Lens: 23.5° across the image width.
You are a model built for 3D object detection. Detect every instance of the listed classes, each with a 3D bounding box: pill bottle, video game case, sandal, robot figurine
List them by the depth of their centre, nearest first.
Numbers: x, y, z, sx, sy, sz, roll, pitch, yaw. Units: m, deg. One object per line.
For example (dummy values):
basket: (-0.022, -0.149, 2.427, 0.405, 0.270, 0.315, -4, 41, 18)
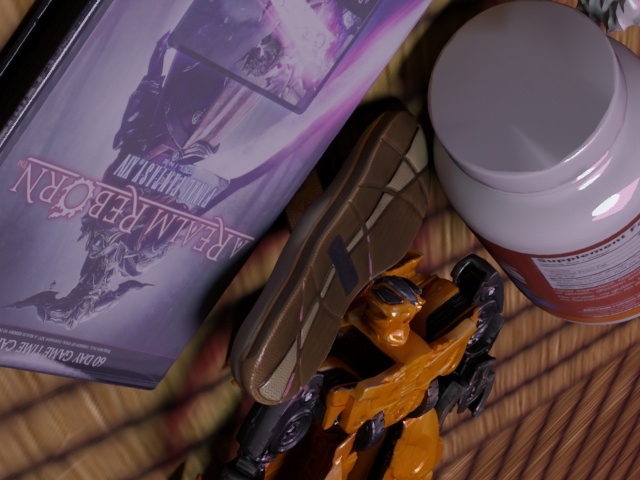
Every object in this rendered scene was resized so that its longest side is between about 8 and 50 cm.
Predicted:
video game case: (-0.049, -0.061, 0.621, 0.274, 0.026, 0.196, -55, 152, 7)
sandal: (0.000, 0.000, 0.733, 0.180, 0.049, 0.072, -55, 144, -32)
pill bottle: (0.129, -0.039, 0.810, 0.121, 0.121, 0.216, -50, 152, -1)
robot figurine: (0.000, 0.121, 0.854, 0.211, 0.085, 0.291, -26, 145, -39)

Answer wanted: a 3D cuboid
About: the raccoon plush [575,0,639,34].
raccoon plush: (0.142, -0.257, 0.579, 0.216, 0.299, 0.446, -49, -171, -38)
